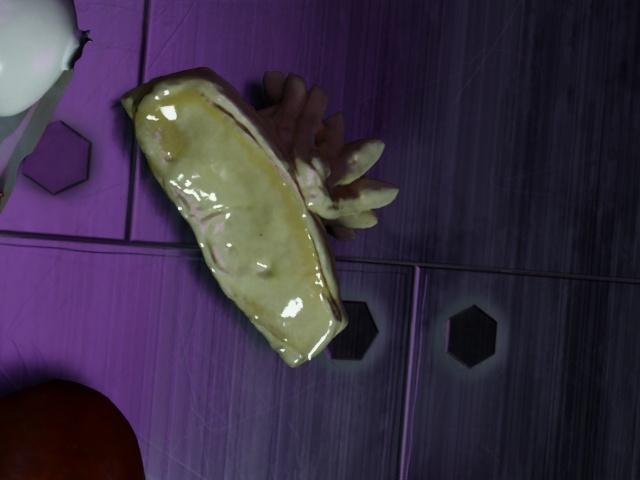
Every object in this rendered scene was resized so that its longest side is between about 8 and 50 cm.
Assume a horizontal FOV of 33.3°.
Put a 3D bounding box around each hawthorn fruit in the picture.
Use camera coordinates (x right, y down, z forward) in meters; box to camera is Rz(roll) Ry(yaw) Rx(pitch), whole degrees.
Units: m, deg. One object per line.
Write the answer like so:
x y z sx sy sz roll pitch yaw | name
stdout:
-0.332 0.325 1.268 0.295 0.295 0.311 22 85 -21 | hawthorn fruit

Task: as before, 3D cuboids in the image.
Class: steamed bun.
-0.052 -0.075 1.426 0.428 0.247 0.189 55 29 -8 | steamed bun

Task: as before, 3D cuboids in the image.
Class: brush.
-0.407 -0.093 1.353 0.060 0.050 0.321 28 81 -16 | brush

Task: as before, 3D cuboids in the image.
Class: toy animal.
-0.436 -0.239 1.245 0.310 0.251 0.251 -29 102 -11 | toy animal

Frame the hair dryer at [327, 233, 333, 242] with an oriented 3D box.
0.000 0.000 1.525 0.063 0.037 0.114 23 90 -19 | hair dryer
